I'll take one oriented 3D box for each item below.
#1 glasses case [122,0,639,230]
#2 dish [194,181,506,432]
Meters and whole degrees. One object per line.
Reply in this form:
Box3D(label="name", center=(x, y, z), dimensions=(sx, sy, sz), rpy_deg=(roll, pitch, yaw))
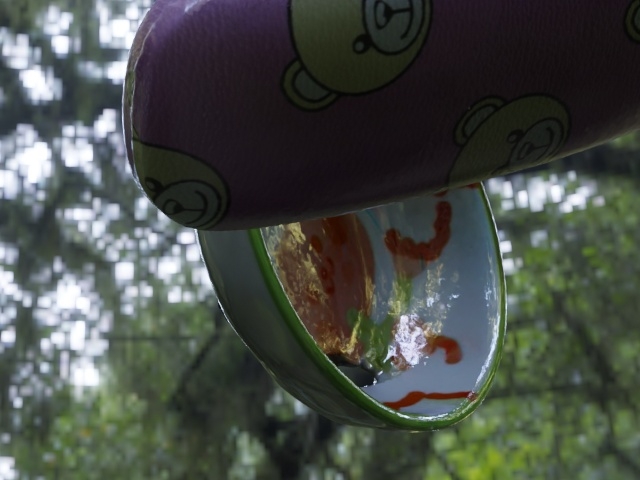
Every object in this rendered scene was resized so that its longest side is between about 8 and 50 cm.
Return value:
Box3D(label="glasses case", center=(0.060, -0.085, 0.837), dimensions=(0.316, 0.076, 0.123), rpy_deg=(-16, -50, -26))
Box3D(label="dish", center=(0.000, 0.000, 1.428), dimensions=(0.124, 0.324, 0.324), rpy_deg=(-21, -40, 34))
